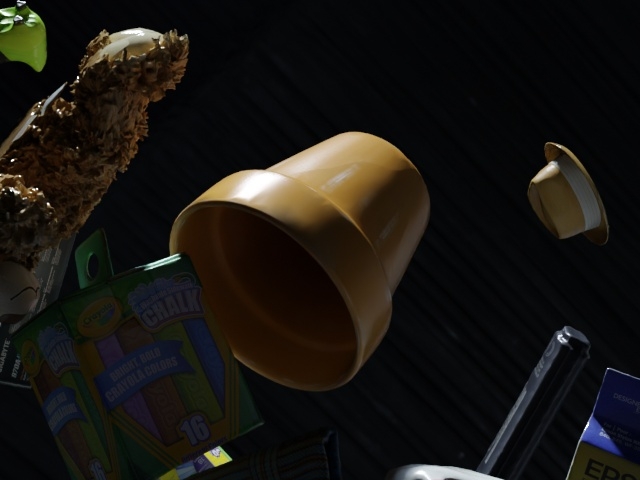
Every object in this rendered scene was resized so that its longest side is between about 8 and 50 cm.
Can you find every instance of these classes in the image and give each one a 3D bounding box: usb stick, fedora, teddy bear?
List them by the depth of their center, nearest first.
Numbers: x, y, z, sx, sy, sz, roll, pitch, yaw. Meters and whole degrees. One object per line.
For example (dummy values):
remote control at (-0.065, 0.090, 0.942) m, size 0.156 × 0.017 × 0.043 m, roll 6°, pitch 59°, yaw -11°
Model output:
teddy bear at (-0.223, -0.051, 0.878) m, size 0.338 × 0.113 × 0.245 m, roll -53°, pitch 21°, yaw -13°
usb stick at (0.226, 0.226, 1.175) m, size 0.278 × 0.045 × 0.077 m, roll -63°, pitch -7°, yaw 11°
fedora at (0.396, -0.065, 1.688) m, size 0.079 × 0.194 × 0.194 m, roll -28°, pitch 13°, yaw -3°

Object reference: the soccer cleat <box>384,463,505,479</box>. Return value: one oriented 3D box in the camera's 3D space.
soccer cleat at (0.140, 0.211, 0.779) m, size 0.068 × 0.196 × 0.076 m, roll -68°, pitch 14°, yaw -3°

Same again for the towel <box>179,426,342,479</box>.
towel at (-0.118, 0.332, 0.861) m, size 0.370 × 0.040 × 0.271 m, roll -29°, pitch 53°, yaw 35°

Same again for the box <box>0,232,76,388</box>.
box at (-0.323, 0.040, 1.144) m, size 0.175 × 0.051 × 0.220 m, roll 12°, pitch 86°, yaw 69°

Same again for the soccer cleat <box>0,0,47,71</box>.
soccer cleat at (-0.346, -0.184, 0.963) m, size 0.072 × 0.179 × 0.060 m, roll 92°, pitch 178°, yaw -46°

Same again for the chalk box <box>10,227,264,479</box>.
chalk box at (-0.170, 0.098, 0.888) m, size 0.132 × 0.213 × 0.132 m, roll -22°, pitch -6°, yaw -37°

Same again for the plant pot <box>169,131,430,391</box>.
plant pot at (0.000, 0.000, 0.940) m, size 0.205 × 0.205 × 0.188 m, roll -28°, pitch 14°, yaw 51°

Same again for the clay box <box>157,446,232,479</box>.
clay box at (-0.179, 0.278, 1.213) m, size 0.127 × 0.222 × 0.053 m, roll -48°, pitch -11°, yaw 12°

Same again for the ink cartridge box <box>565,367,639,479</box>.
ink cartridge box at (0.465, 0.359, 1.322) m, size 0.072 × 0.304 × 0.307 m, roll -36°, pitch -39°, yaw -55°
